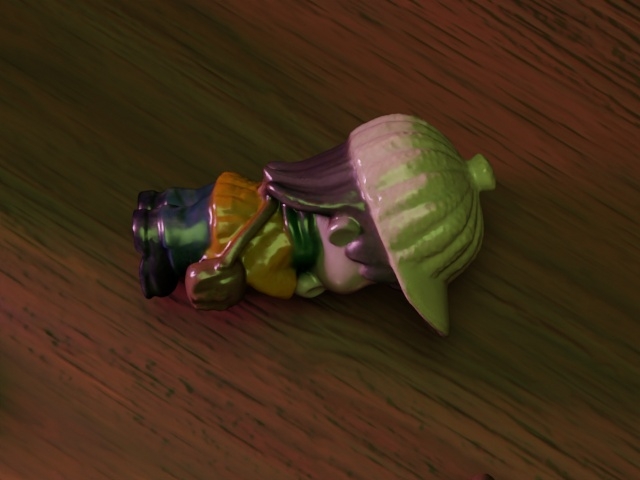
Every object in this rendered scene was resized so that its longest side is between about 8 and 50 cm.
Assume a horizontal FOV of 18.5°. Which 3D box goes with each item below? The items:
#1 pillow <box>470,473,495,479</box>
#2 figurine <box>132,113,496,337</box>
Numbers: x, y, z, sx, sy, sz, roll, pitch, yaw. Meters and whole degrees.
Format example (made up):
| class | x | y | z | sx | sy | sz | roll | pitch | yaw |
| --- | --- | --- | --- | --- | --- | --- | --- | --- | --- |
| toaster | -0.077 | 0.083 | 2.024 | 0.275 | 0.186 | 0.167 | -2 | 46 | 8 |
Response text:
| class | x | y | z | sx | sy | sz | roll | pitch | yaw |
| --- | --- | --- | --- | --- | --- | --- | --- | --- | --- |
| pillow | 0.061 | 0.402 | 1.775 | 0.307 | 0.108 | 0.305 | -18 | 82 | -2 |
| figurine | -0.007 | -0.028 | 1.843 | 0.332 | 0.185 | 0.204 | 9 | 111 | -2 |
